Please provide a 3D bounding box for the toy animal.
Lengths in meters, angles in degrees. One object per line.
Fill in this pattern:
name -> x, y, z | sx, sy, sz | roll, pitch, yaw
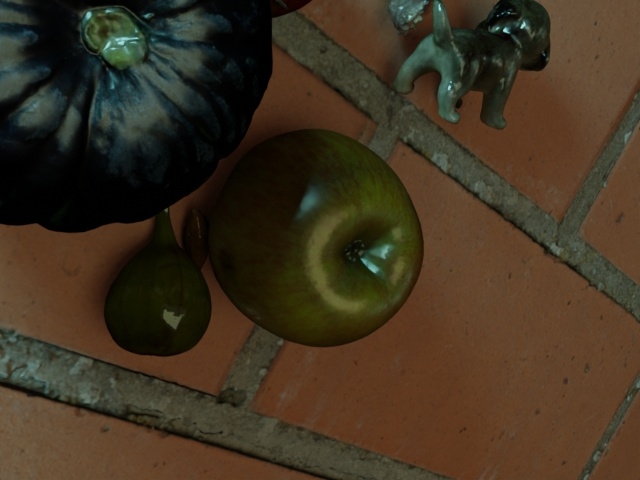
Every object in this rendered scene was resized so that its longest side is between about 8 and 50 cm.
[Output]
toy animal -> 0.211, -0.244, 1.042 | 0.233, 0.121, 0.169 | -16, 133, -39

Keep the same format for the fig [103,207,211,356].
fig -> -0.193, 0.019, 0.907 | 0.124, 0.124, 0.236 | 0, 84, -35

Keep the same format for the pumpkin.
pumpkin -> -0.220, -0.188, 0.681 | 0.363, 0.266, 0.363 | -11, 114, -26

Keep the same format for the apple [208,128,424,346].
apple -> 0.000, 0.000, 0.926 | 0.264, 0.264, 0.264 | -14, 116, -30

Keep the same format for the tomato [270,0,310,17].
tomato -> -0.048, -0.326, 0.822 | 0.167, 0.167, 0.167 | -14, 116, -30

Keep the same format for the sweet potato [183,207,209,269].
sweet potato -> -0.153, -0.001, 0.954 | 0.034, 0.034, 0.095 | -13, 127, -30

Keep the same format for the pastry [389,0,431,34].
pastry -> 0.090, -0.387, 0.916 | 0.112, 0.103, 0.265 | -31, 132, 0
